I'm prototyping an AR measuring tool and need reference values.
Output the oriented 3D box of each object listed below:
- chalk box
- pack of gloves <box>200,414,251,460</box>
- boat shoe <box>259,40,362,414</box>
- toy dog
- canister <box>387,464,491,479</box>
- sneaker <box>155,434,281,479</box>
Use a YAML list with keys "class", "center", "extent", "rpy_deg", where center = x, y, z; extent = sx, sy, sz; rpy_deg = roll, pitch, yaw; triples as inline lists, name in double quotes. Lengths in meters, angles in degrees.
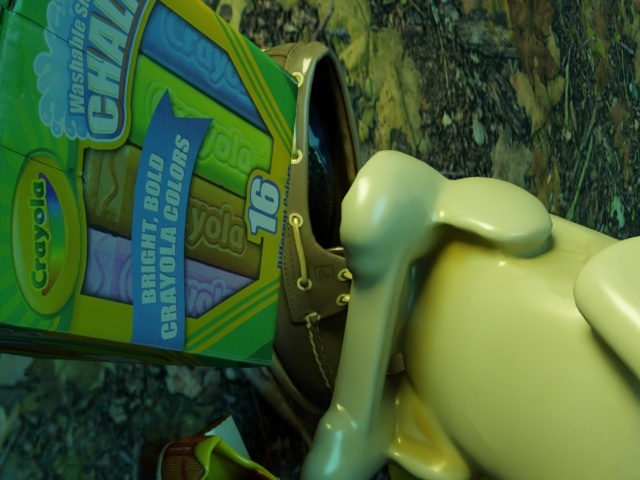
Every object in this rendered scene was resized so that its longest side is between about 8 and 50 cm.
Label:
- class: "chalk box"
  center: [-0.158, -0.040, 0.397]
  extent: [0.289, 0.180, 0.179]
  rpy_deg: [24, 68, -61]
- class: "pack of gloves"
  center: [-0.095, 0.279, 0.622]
  extent: [0.195, 0.046, 0.232]
  rpy_deg: [-31, 101, -49]
- class: "boat shoe"
  center: [0.000, 0.000, 0.699]
  extent: [0.117, 0.097, 0.324]
  rpy_deg: [-28, 110, -49]
- class: "toy dog"
  center: [0.241, 0.124, 0.645]
  extent: [0.395, 0.408, 0.284]
  rpy_deg: [0, 105, -62]
- class: "canister"
  center: [0.166, 0.209, 0.836]
  extent: [0.126, 0.170, 0.073]
  rpy_deg: [-25, 107, -49]
- class: "sneaker"
  center: [-0.046, 0.203, 0.617]
  extent: [0.175, 0.067, 0.064]
  rpy_deg: [45, 46, -33]
